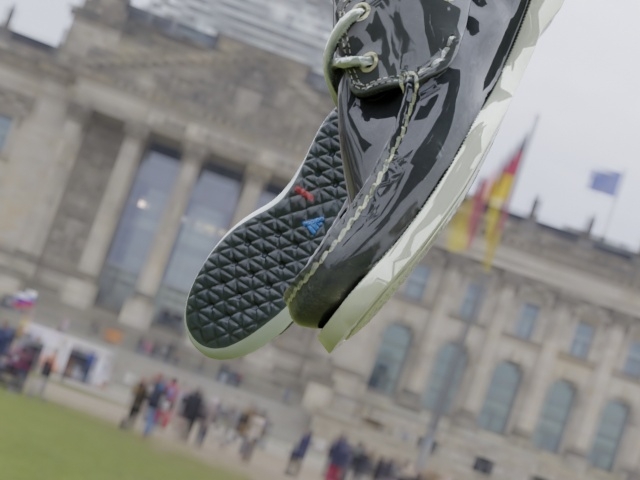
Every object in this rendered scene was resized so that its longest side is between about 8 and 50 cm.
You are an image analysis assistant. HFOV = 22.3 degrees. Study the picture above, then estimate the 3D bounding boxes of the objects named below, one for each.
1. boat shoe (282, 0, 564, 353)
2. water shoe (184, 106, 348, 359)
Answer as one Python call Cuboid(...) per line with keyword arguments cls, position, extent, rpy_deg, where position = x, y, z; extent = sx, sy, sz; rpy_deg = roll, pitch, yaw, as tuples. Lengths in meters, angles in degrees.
Cuboid(cls="boat shoe", position=(0.032, -0.058, 0.600), extent=(0.079, 0.233, 0.084), rpy_deg=(29, -35, -4))
Cuboid(cls="water shoe", position=(0.000, 0.000, 1.027), extent=(0.073, 0.203, 0.080), rpy_deg=(42, 4, 30))
